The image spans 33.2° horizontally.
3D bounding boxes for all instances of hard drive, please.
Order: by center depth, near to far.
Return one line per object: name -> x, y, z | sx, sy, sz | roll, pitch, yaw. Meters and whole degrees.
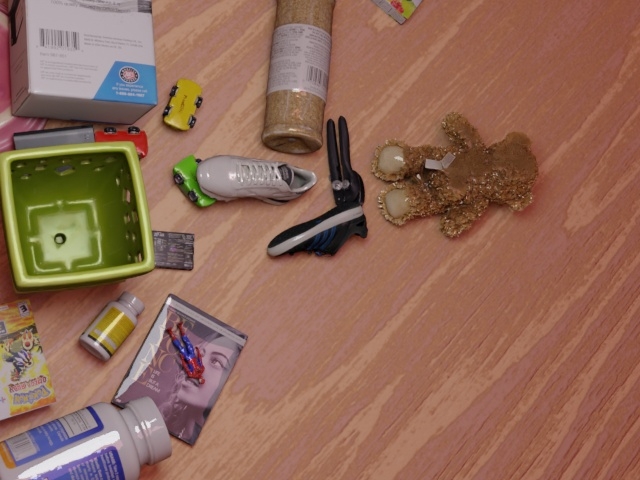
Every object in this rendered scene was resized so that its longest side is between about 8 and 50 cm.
hard drive -> -0.458, -0.151, 1.868 | 0.135, 0.094, 0.022 | -7, 36, -8

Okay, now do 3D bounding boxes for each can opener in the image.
can opener -> 0.039, -0.152, 2.094 | 0.059, 0.073, 0.186 | -16, 77, 16

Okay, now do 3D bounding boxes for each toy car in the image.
toy car -> -0.270, -0.153, 1.970 | 0.239, 0.053, 0.225 | -38, 93, -24

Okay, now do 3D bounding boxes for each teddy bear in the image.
teddy bear -> 0.263, -0.128, 2.151 | 0.338, 0.113, 0.245 | -24, 79, -17

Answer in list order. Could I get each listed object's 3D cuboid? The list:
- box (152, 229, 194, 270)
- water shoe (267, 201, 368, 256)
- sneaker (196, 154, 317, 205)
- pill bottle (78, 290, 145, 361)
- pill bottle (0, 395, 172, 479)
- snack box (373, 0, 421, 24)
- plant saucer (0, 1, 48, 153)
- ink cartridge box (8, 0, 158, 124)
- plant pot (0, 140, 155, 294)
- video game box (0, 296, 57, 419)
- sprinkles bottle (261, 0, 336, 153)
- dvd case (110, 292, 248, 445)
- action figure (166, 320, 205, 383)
box -> -0.271, 0.018, 1.945 | 0.083, 0.018, 0.067 | 4, 76, -20
water shoe -> 0.000, 0.000, 2.023 | 0.203, 0.073, 0.080 | -25, 108, -13
sneaker -> -0.118, -0.119, 1.965 | 0.235, 0.095, 0.090 | 1, 81, -40
pill bottle -> -0.357, 0.146, 1.856 | 0.065, 0.065, 0.116 | 40, 67, -8
pill bottle -> -0.387, 0.355, 1.747 | 0.272, 0.152, 0.152 | -20, 85, -24
snack box -> 0.173, -0.533, 2.239 | 0.100, 0.037, 0.141 | 40, 66, -9
plant saucer -> -0.622, -0.287, 1.851 | 0.332, 0.084, 0.332 | 5, 75, -20
ink cartridge box -> -0.413, -0.369, 1.849 | 0.223, 0.129, 0.307 | 1, 77, -30
plant pot -> -0.420, -0.024, 1.796 | 0.228, 0.207, 0.227 | -7, 80, -23
video game box -> -0.551, 0.206, 1.747 | 0.205, 0.048, 0.187 | -15, 91, -37
sprinkles bottle -> -0.039, -0.350, 2.068 | 0.121, 0.121, 0.355 | 11, 74, -18
dvd case -> -0.247, 0.227, 1.904 | 0.164, 0.018, 0.221 | 31, 68, -11
action figure -> -0.232, 0.201, 1.892 | 0.038, 0.030, 0.115 | -26, 90, -30
